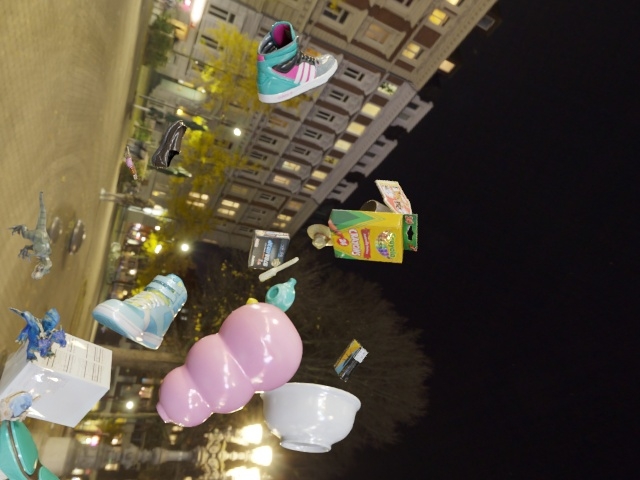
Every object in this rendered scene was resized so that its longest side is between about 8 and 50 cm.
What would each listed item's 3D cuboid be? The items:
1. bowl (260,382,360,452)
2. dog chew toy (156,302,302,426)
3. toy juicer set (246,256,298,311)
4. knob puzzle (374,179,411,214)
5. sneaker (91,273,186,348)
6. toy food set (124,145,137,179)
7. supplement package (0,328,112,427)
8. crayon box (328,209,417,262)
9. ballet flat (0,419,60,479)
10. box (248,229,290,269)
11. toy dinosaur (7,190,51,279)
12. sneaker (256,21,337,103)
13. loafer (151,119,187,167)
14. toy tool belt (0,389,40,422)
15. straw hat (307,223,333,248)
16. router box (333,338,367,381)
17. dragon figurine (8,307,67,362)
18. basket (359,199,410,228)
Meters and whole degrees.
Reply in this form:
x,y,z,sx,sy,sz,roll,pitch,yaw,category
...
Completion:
x,y,z,sx,sy,sz,roll,pitch,yaw,category
-0.035,0.519,1.167,0.298,0.298,0.134,-48,-152,47,bowl
-0.207,0.289,0.928,0.206,0.332,0.206,47,-23,27,dog chew toy
-0.192,0.232,1.630,0.210,0.089,0.328,-12,-131,32,toy juicer set
0.315,-0.162,1.643,0.030,0.213,0.213,-36,-136,35,knob puzzle
-0.465,0.160,1.091,0.208,0.127,0.319,-62,175,-22,sneaker
-0.669,-0.264,1.441,0.078,0.019,0.122,-125,-153,-44,toy food set
-0.894,0.460,1.389,0.199,0.263,0.198,-47,-145,6,supplement package
0.203,-0.015,1.555,0.202,0.319,0.081,76,25,-44,crayon box
-0.596,0.466,0.811,0.083,0.087,0.247,26,-43,63,ballet flat
-0.260,0.050,2.050,0.051,0.175,0.220,-102,-156,-48,box
-0.859,-0.006,1.222,0.064,0.118,0.267,29,48,-73,toy dinosaur
-0.070,-0.524,1.152,0.124,0.296,0.178,29,-37,32,sneaker
-0.596,-0.382,1.659,0.219,0.079,0.080,-63,172,-5,loafer
-0.572,0.316,0.766,0.083,0.051,0.052,-100,-177,-78,toy tool belt
0.000,0.000,1.698,0.144,0.145,0.061,-38,-159,54,straw hat
0.147,0.592,2.029,0.178,0.046,0.133,-53,-165,-2,router box
-0.801,0.245,1.165,0.289,0.085,0.143,42,-66,34,dragon figurine
0.312,-0.095,2.071,0.204,0.227,0.154,-51,-149,9,basket
